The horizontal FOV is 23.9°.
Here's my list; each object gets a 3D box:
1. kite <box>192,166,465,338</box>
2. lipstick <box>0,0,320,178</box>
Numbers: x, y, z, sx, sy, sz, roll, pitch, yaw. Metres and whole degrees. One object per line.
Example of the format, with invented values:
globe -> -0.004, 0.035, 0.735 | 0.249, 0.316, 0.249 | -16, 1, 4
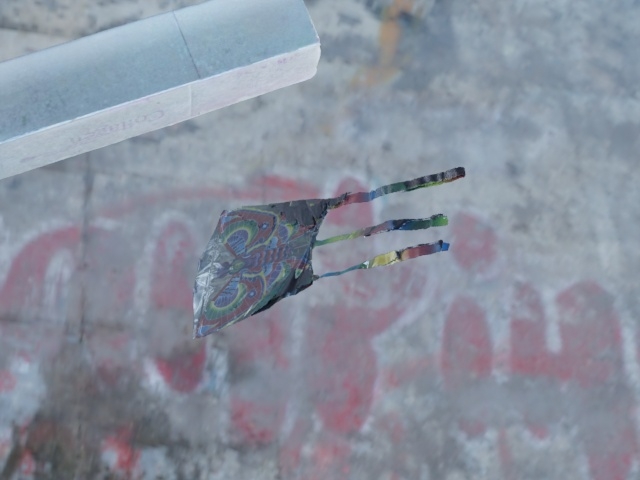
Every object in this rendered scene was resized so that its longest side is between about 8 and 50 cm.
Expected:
kite -> 0.000, 0.000, 1.380 | 0.285, 0.015, 0.152 | -15, 47, 28
lipstick -> -0.159, -0.116, 1.149 | 0.317, 0.066, 0.068 | -19, 71, -12
